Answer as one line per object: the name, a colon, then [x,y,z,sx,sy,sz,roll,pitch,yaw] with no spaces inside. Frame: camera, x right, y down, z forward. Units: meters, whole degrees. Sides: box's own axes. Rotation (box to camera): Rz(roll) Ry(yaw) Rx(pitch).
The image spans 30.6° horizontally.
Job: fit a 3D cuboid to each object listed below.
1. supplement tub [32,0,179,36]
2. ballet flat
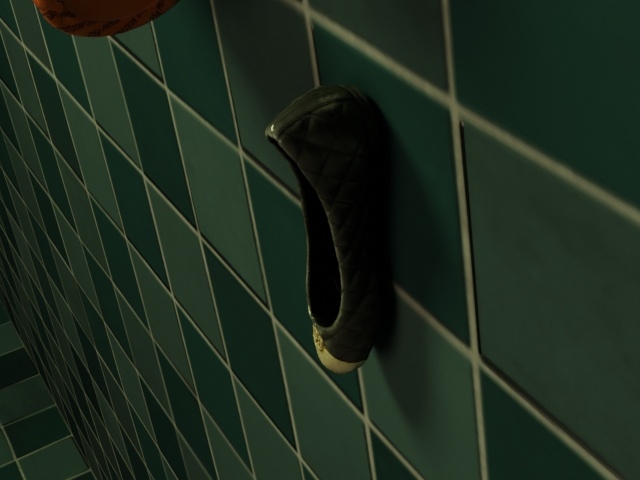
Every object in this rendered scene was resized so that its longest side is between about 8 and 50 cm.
supplement tub: [-0.138,-0.205,0.602,0.190,0.117,0.117,59,159,21]
ballet flat: [0.000,0.000,0.556,0.057,0.049,0.173,50,154,43]
